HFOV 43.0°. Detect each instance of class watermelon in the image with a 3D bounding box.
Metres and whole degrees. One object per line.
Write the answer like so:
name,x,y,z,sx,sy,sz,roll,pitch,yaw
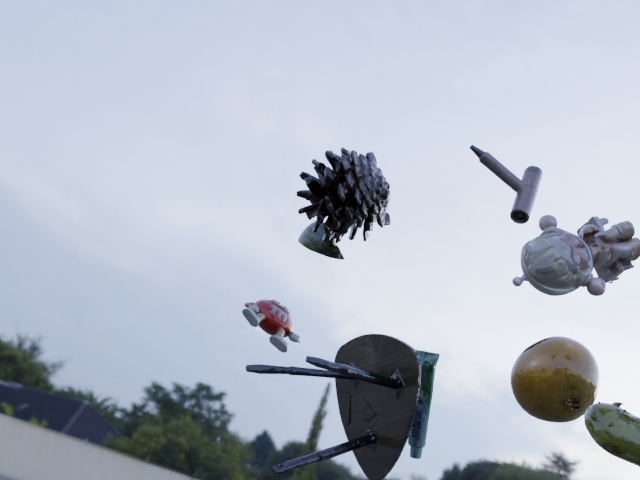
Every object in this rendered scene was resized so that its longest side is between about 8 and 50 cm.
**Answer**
watermelon,-0.001,-0.013,2.013,0.087,0.068,0.163,11,15,-31

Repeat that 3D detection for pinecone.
pinecone,0.050,-0.099,1.801,0.201,0.202,0.229,-32,-40,13

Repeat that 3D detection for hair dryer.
hair dryer,0.486,-0.170,2.182,0.220,0.195,0.053,33,-42,-7

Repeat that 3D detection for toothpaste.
toothpaste,0.275,0.449,2.230,0.075,0.296,0.048,7,4,18

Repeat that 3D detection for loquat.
loquat,0.695,0.410,2.417,0.263,0.262,0.263,15,-20,6

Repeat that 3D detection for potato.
potato,0.567,0.361,1.472,0.188,0.105,0.085,22,-55,21

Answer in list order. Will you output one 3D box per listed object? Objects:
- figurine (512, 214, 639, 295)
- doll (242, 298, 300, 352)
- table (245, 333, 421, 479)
figurine,0.497,0.030,1.629,0.257,0.181,0.144,-9,-8,-23
doll,-0.125,0.219,2.198,0.183,0.085,0.217,41,8,2
table,0.015,0.343,1.670,0.249,0.317,0.317,6,-12,-31
